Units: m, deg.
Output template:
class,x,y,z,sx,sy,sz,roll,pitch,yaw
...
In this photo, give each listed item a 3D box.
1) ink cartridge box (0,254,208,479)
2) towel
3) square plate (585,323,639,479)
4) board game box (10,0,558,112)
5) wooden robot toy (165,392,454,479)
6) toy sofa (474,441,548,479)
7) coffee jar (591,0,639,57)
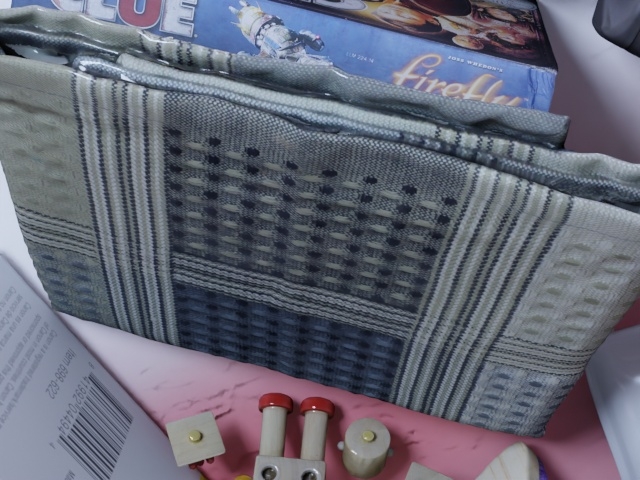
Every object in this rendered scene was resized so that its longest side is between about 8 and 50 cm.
class,x,y,z,sx,sy,sz,roll,pitch,yaw
ink cartridge box,-0.146,0.234,0.786,0.160,0.279,0.384,-36,104,18
towel,0.000,0.000,0.709,0.312,0.056,0.324,15,156,2
square plate,0.361,0.172,0.808,0.344,0.049,0.347,-16,106,11
board game box,-0.011,-0.113,0.700,0.243,0.165,0.042,14,112,-1
wooden robot toy,-0.008,0.144,0.869,0.173,0.076,0.079,7,147,2
toy sofa,0.116,0.266,0.732,0.177,0.362,0.150,-43,102,7
coffee jar,0.236,-0.117,0.722,0.184,0.079,0.096,19,104,-3
